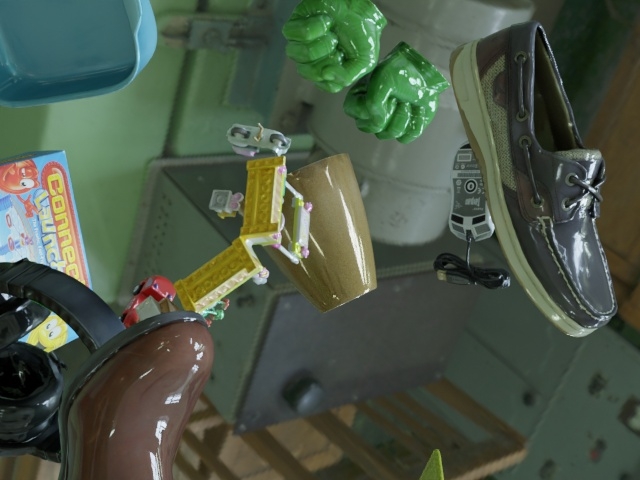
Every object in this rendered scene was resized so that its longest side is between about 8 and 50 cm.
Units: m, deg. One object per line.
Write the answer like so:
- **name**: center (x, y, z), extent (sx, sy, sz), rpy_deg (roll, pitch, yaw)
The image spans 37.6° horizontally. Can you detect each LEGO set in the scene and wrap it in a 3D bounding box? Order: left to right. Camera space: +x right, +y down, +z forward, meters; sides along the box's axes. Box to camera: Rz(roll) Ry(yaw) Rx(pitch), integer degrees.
- **LEGO set**: center (-0.089, 0.013, 1.076), extent (0.287, 0.132, 0.107), rpy_deg (-66, 150, -12)

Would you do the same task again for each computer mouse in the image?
- **computer mouse**: center (0.204, -0.035, 1.218), extent (0.042, 0.106, 0.192), rpy_deg (10, 86, -50)

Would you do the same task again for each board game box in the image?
- **board game box**: center (-0.493, 0.038, 1.433), extent (0.302, 0.086, 0.308), rpy_deg (-30, 115, -59)

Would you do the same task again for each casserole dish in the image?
- **casserole dish**: center (-0.173, -0.148, 0.602), extent (0.037, 0.188, 0.114), rpy_deg (-38, 119, -47)

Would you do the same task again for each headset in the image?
- **headset**: center (-0.366, 0.119, 1.123), extent (0.185, 0.394, 0.243), rpy_deg (-45, 139, -53)

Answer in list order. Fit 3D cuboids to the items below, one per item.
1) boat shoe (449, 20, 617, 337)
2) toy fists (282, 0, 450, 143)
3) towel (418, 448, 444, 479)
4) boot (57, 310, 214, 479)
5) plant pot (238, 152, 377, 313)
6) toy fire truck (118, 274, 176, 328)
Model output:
- **boat shoe**: center (0.201, -0.058, 0.827), extent (0.092, 0.285, 0.103), rpy_deg (-27, 167, 40)
- **toy fists**: center (0.067, -0.251, 1.384), extent (0.279, 0.096, 0.142), rpy_deg (38, 95, -30)
- **towel**: center (0.152, 0.397, 1.237), extent (0.021, 0.237, 0.102), rpy_deg (13, 125, -9)
- **boot**: center (-0.086, 0.217, 0.572), extent (0.264, 0.280, 0.096), rpy_deg (-54, 143, 10)
- **plant pot**: center (0.000, 0.000, 1.783), extent (0.237, 0.254, 0.237), rpy_deg (-26, 178, -1)
- **toy fire truck**: center (-0.261, 0.124, 1.410), extent (0.047, 0.135, 0.192), rpy_deg (42, 51, -22)
